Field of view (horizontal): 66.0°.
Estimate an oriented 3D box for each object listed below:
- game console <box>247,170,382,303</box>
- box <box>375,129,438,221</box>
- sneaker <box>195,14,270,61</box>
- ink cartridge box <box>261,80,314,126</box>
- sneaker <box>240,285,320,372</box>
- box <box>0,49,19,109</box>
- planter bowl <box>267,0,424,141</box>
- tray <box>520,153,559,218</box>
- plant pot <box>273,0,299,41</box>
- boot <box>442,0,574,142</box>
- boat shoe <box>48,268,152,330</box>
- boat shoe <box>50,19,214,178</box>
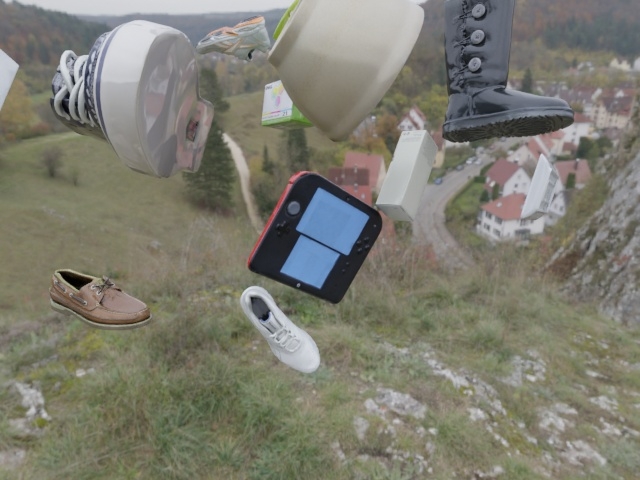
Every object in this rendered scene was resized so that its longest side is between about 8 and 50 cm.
[{"bbox_3d":[0.000,0.000,1.522,0.386,0.342,0.060,27,0,-37],"label":"game console"},{"bbox_3d":[0.277,-0.205,1.559,0.094,0.275,0.113,8,-22,40],"label":"box"},{"bbox_3d":[-0.284,-0.631,1.607,0.262,0.121,0.099,-6,38,24],"label":"sneaker"},{"bbox_3d":[-0.086,-0.474,1.499,0.097,0.255,0.188,4,4,-34],"label":"ink cartridge box"},{"bbox_3d":[-0.116,0.251,1.347,0.111,0.297,0.129,-45,-2,-7],"label":"sneaker"},{"bbox_3d":[-0.612,-0.250,0.827,0.130,0.091,0.170,-12,57,19],"label":"box"},{"bbox_3d":[0.013,-0.200,0.513,0.109,0.162,0.162,29,16,-17],"label":"planter bowl"},{"bbox_3d":[0.519,-0.114,1.149,0.030,0.145,0.270,21,12,28],"label":"tray"},{"bbox_3d":[0.055,-0.543,1.232,0.228,0.207,0.227,44,47,10],"label":"plant pot"},{"bbox_3d":[0.539,-0.532,1.436,0.367,0.445,0.146,1,-9,31],"label":"boot"},{"bbox_3d":[-0.569,0.147,1.255,0.307,0.104,0.111,9,16,16],"label":"boat shoe"},{"bbox_3d":[-0.208,-0.136,0.492,0.158,0.127,0.340,15,-1,-7],"label":"boat shoe"}]
